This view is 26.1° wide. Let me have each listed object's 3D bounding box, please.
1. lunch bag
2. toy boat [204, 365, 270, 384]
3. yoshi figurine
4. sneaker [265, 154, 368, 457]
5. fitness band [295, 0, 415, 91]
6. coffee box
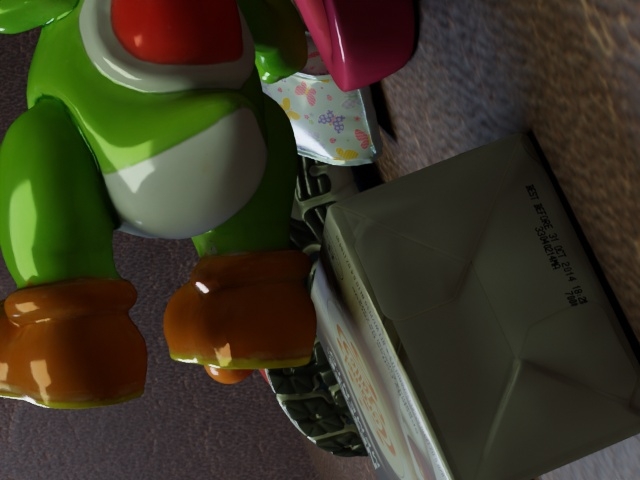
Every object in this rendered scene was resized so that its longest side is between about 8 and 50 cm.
[{"bbox_3d":[0.004,-0.089,0.869,0.083,0.053,0.071,22,140,42],"label":"lunch bag"},{"bbox_3d":[-0.059,0.111,1.532,0.231,0.151,0.151,91,155,-72],"label":"toy boat"},{"bbox_3d":[-0.108,-0.114,0.661,0.203,0.203,0.362,-25,-68,-75],"label":"yoshi figurine"},{"bbox_3d":[0.000,0.000,1.013,0.147,0.130,0.330,-76,-33,-79],"label":"sneaker"},{"bbox_3d":[-0.026,-0.217,0.727,0.291,0.054,0.209,68,170,-18],"label":"fitness band"},{"bbox_3d":[0.067,0.058,0.693,0.246,0.098,0.141,99,148,-76],"label":"coffee box"}]
